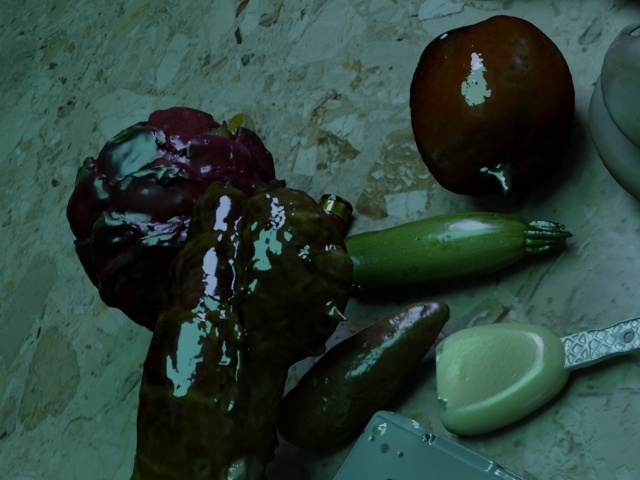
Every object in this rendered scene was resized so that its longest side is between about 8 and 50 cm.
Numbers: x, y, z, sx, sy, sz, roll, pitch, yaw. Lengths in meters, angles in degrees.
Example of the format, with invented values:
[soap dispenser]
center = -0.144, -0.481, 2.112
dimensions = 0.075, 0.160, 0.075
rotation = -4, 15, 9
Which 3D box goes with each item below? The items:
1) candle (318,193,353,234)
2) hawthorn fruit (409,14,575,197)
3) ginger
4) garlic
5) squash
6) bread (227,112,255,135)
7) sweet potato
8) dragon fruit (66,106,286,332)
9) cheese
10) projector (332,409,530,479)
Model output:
[candle]
center = 0.000, 0.000, 1.453
dimensions = 0.052, 0.052, 0.131
rotation = 1, 58, 43
[hawthorn fruit]
center = 0.212, -0.154, 1.278
dimensions = 0.215, 0.215, 0.250
rotation = -23, 42, 27
[ginger]
center = -0.085, 0.125, 1.175
dimensions = 0.254, 0.176, 0.418
rotation = -1, 68, 38
[garlic]
center = 0.393, -0.170, 1.103
dimensions = 0.246, 0.231, 0.340
rotation = -41, 43, 10
[squash]
center = 0.144, 0.011, 1.279
dimensions = 0.340, 0.094, 0.095
rotation = -9, 50, 37
[bread]
center = -0.150, -0.113, 1.693
dimensions = 0.073, 0.053, 0.214
rotation = -5, 56, 44
[sweet potato]
center = 0.054, 0.153, 1.230
dimensions = 0.251, 0.097, 0.097
rotation = -42, 38, 10
[dragon fruit]
center = -0.197, -0.026, 1.455
dimensions = 0.329, 0.329, 0.329
rotation = -25, 42, 25
[cheese]
center = 0.241, 0.128, 1.113
dimensions = 0.251, 0.054, 0.127
rotation = -22, 47, 27
[projector]
center = 0.112, 0.296, 1.041
dimensions = 0.256, 0.099, 0.192
rotation = 19, 69, 49
